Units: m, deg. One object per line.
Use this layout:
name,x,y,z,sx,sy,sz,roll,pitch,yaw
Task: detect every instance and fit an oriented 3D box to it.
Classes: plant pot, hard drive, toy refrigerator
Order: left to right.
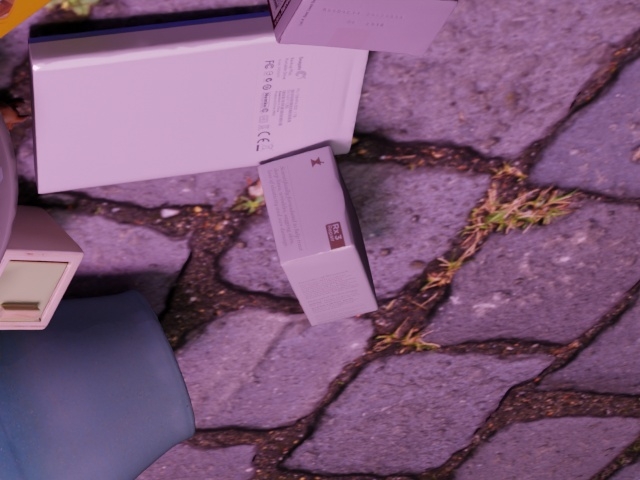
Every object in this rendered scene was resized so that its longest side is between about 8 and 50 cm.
toy refrigerator,-0.370,0.027,1.833,0.269,0.094,0.102,3,123,-52
plant pot,-0.287,0.179,2.063,0.255,0.271,0.271,-23,151,-14
hard drive,-0.119,-0.137,1.801,0.319,0.040,0.210,-8,148,-12

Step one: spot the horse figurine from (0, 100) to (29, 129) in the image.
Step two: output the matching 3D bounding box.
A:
horse figurine,-0.424,-0.102,1.728,0.174,0.066,0.263,-28,148,33

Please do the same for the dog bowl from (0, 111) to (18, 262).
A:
dog bowl,-0.445,-0.038,1.623,0.349,0.102,0.349,1,112,2

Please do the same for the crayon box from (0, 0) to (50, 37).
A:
crayon box,-0.268,-0.276,1.494,0.318,0.081,0.202,-31,145,27

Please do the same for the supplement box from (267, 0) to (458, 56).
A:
supplement box,0.013,-0.263,1.466,0.130,0.239,0.073,3,146,-24

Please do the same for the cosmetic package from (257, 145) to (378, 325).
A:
cosmetic package,0.000,0.000,1.958,0.085,0.117,0.231,-15,159,5
